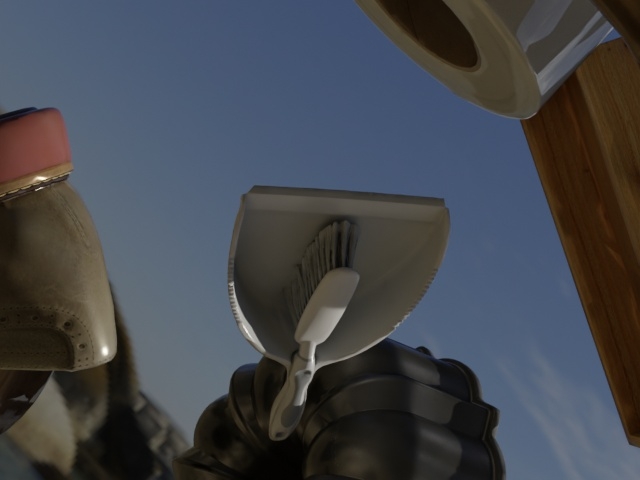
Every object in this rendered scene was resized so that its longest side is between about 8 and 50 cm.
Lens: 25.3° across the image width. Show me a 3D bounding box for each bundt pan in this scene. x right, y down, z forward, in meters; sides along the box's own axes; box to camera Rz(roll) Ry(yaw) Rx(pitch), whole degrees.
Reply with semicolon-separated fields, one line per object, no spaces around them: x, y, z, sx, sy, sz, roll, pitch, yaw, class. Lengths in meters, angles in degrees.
-0.016;0.208;1.119;0.124;0.331;0.331;34;-2;-30;bundt pan

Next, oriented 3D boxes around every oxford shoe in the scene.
-0.246;0.049;0.672;0.348;0.123;0.130;-18;-84;32;oxford shoe

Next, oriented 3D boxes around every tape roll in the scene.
0.134;-0.238;1.133;0.246;0.169;0.246;42;-9;8;tape roll

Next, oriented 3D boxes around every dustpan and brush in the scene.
-0.006;0.058;0.967;0.211;0.147;0.060;114;-28;-46;dustpan and brush

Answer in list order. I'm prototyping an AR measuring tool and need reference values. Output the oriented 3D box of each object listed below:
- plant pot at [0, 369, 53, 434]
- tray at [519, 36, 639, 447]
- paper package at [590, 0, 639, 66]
-0.346;0.034;1.028;0.263;0.263;0.229;45;8;17;plant pot
0.314;0.012;1.426;0.203;0.076;0.411;172;-102;-79;tray
0.226;-0.229;0.435;0.309;0.325;0.168;-36;-89;37;paper package
